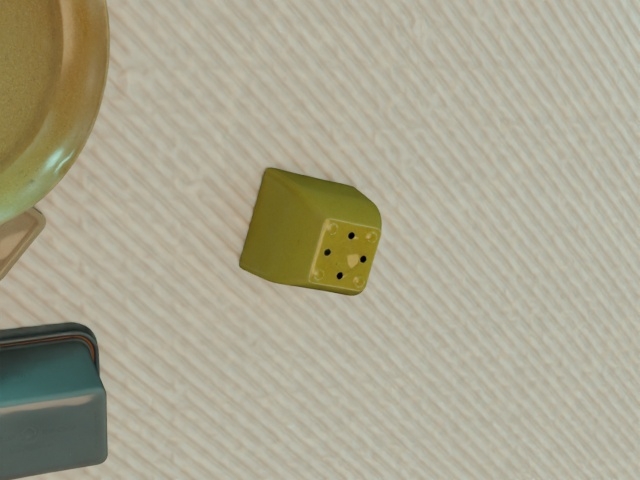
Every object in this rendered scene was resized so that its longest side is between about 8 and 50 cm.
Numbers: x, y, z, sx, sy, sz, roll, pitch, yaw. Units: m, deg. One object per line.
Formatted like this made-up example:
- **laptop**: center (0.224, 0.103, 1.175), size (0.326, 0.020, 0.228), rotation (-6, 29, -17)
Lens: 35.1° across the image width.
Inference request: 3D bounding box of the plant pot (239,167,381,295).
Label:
- **plant pot**: center (0.000, 0.000, 0.744), size (0.081, 0.083, 0.081), rotation (11, 100, -28)

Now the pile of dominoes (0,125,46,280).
- **pile of dominoes**: center (-0.297, -0.051, 0.621), size (0.196, 0.040, 0.251), rotation (-29, 124, -16)

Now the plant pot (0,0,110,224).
- **plant pot**: center (-0.221, -0.120, 0.580), size (0.236, 0.032, 0.236), rotation (-17, 111, -52)

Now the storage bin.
- **storage bin**: center (-0.205, 0.120, 0.674), size (0.135, 0.091, 0.098), rotation (-5, 107, -24)
